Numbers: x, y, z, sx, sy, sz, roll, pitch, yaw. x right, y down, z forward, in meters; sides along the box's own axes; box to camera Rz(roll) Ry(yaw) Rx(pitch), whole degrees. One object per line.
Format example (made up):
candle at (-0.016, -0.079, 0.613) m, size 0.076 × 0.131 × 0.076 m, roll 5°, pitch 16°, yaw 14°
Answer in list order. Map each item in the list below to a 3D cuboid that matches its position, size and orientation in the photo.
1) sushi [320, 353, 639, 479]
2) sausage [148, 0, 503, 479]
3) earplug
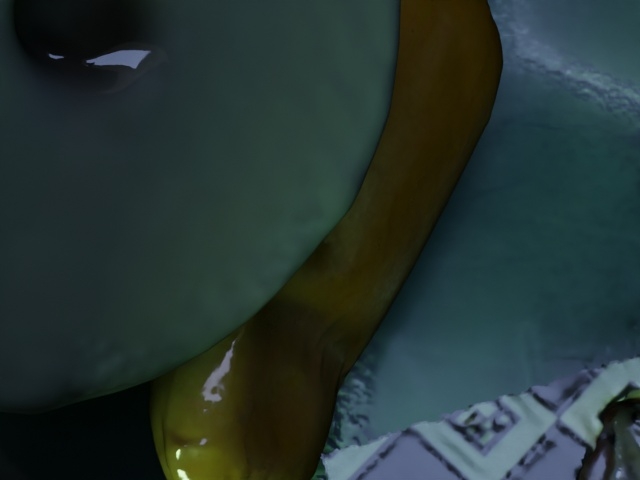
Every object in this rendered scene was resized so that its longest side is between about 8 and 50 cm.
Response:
sushi at (0.174, 0.210, 0.571) m, size 0.293 × 0.059 × 0.292 m, roll -17°, pitch 67°, yaw -6°
sausage at (-0.004, -0.001, 0.631) m, size 0.116 × 0.134 × 0.354 m, roll 15°, pitch 65°, yaw 29°
earplug at (-0.198, -0.134, 0.562) m, size 0.312 × 0.313 × 0.394 m, roll -44°, pitch 38°, yaw -16°
